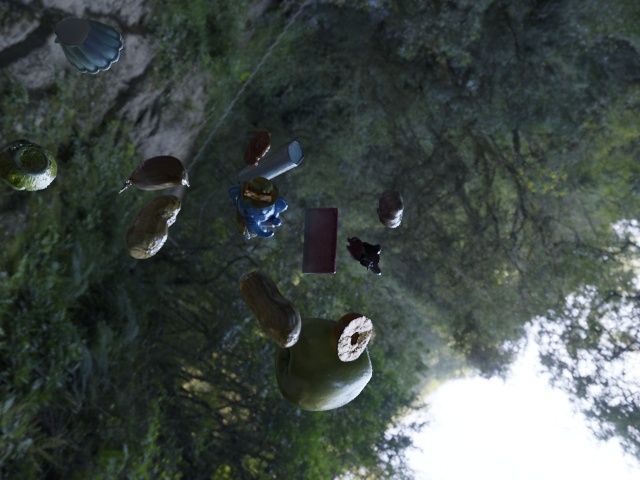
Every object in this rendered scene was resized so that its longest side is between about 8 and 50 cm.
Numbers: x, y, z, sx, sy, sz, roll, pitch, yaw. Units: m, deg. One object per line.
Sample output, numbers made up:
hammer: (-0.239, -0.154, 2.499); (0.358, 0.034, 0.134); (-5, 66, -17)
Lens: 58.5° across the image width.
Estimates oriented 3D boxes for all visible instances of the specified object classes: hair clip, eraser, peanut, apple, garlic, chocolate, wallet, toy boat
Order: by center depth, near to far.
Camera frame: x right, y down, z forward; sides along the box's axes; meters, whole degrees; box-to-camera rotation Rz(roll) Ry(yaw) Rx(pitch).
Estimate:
garlic: (-0.494, -0.190, 1.695); (0.198, 0.091, 0.129); (-7, -144, -11)
chocolate: (-0.163, 0.219, 1.890); (0.134, 0.134, 0.309); (-43, -122, 7)
peanut: (-0.567, -0.052, 1.949); (0.137, 0.122, 0.253); (11, -115, 23)
wallet: (0.000, 0.000, 1.964); (0.119, 0.025, 0.232); (-1, -103, 21)
toy boat: (-0.838, -0.709, 2.022); (0.199, 0.290, 0.100); (-60, 156, -9)
hair clip: (0.155, 0.048, 2.023); (0.056, 0.146, 0.187); (-58, -167, 21)
apple: (0.002, 0.453, 2.114); (0.357, 0.357, 0.357); (-39, -161, 16)
eraser: (-0.187, -0.281, 2.152); (0.227, 0.081, 0.174); (-23, -161, 20)
garlic: (0.267, -0.124, 2.214); (0.159, 0.101, 0.147); (89, 1, -80)

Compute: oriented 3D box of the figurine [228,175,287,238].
figurine: (-0.214, -0.103, 1.976); (0.180, 0.262, 0.154); (25, -131, 24)

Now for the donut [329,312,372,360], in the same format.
donut: (0.089, 0.289, 1.738); (0.058, 0.152, 0.152); (29, -108, 43)

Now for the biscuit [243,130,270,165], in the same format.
biscuit: (-0.207, -0.305, 1.889); (0.130, 0.019, 0.102); (-56, -135, 8)

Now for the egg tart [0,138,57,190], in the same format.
egg tart: (-0.984, -0.263, 1.925); (0.078, 0.197, 0.197); (-25, -154, 43)
